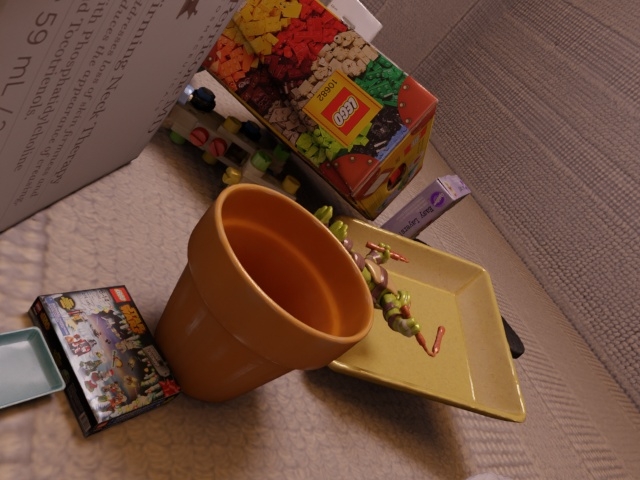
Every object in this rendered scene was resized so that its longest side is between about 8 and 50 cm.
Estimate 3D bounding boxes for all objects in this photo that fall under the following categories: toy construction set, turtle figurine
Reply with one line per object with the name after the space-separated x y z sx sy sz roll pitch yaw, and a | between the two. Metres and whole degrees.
-0.180 -0.172 0.811 0.327 0.151 0.215 47 23 -22 | toy construction set
0.066 0.046 0.689 0.217 0.087 0.269 42 19 -26 | turtle figurine

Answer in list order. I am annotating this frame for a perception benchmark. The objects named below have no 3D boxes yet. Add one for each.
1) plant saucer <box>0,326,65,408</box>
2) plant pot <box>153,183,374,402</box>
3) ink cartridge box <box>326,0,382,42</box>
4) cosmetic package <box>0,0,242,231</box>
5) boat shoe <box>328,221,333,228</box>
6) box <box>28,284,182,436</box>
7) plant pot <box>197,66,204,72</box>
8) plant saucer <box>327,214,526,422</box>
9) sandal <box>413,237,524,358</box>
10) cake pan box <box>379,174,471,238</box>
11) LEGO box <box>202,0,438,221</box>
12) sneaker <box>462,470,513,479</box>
-0.292 0.110 0.337 0.067 0.018 0.192 54 27 18 | plant saucer
-0.079 0.075 0.516 0.205 0.188 0.205 36 25 -20 | plant pot
0.047 -0.366 0.801 0.088 0.052 0.122 41 6 -13 | ink cartridge box
-0.329 -0.242 0.449 0.327 0.329 0.393 40 26 -10 | cosmetic package
0.000 0.000 0.893 0.077 0.070 0.219 54 26 18 | boat shoe
-0.208 0.108 0.458 0.137 0.027 0.094 53 25 18 | box
-0.294 -0.460 0.962 0.195 0.290 0.290 73 -1 -46 | plant pot
0.153 0.132 0.800 0.333 0.081 0.332 20 40 -11 | plant saucer
0.340 0.154 1.173 0.168 0.107 0.445 28 17 -30 | sandal
0.231 -0.054 1.129 0.070 0.246 0.267 53 24 8 | cake pan box
0.016 -0.243 0.938 0.372 0.193 0.500 43 5 8 | LEGO box
0.222 0.383 0.582 0.269 0.101 0.153 34 25 -47 | sneaker
